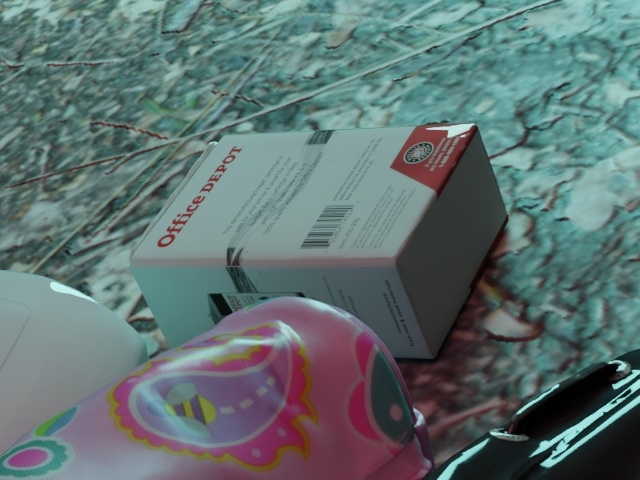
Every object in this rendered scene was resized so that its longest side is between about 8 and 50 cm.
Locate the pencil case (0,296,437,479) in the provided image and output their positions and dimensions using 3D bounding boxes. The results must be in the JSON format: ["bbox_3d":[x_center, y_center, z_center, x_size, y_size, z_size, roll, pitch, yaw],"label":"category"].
[{"bbox_3d":[-0.082,0.124,0.612,0.124,0.124,0.284,10,29,41],"label":"pencil case"}]

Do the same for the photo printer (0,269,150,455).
[{"bbox_3d":[-0.223,0.114,0.781,0.307,0.107,0.256,4,44,37],"label":"photo printer"}]

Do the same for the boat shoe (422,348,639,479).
[{"bbox_3d":[0.036,0.134,0.572,0.340,0.127,0.113,-43,31,-23],"label":"boat shoe"}]

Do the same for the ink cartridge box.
[{"bbox_3d":[0.000,0.000,0.854,0.135,0.056,0.099,-1,38,31],"label":"ink cartridge box"}]
